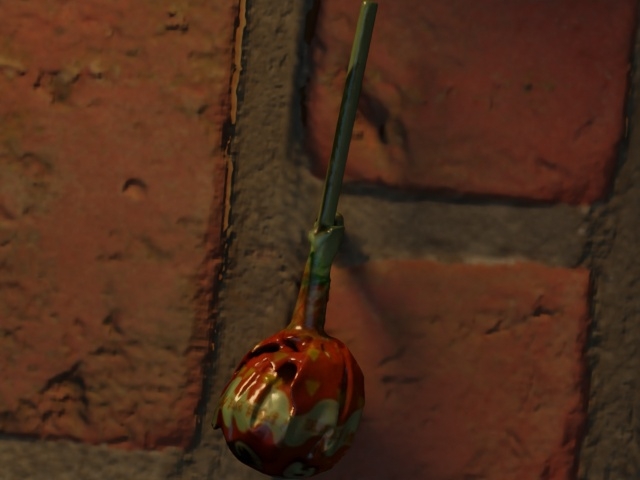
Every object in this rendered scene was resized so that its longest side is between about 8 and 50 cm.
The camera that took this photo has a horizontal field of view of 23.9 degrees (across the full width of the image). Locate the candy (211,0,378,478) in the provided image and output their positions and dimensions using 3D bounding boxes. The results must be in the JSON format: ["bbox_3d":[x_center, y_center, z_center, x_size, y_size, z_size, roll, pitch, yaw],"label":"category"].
[{"bbox_3d":[-0.002,0.000,0.893,0.084,0.078,0.287,9,92,-16],"label":"candy"}]
